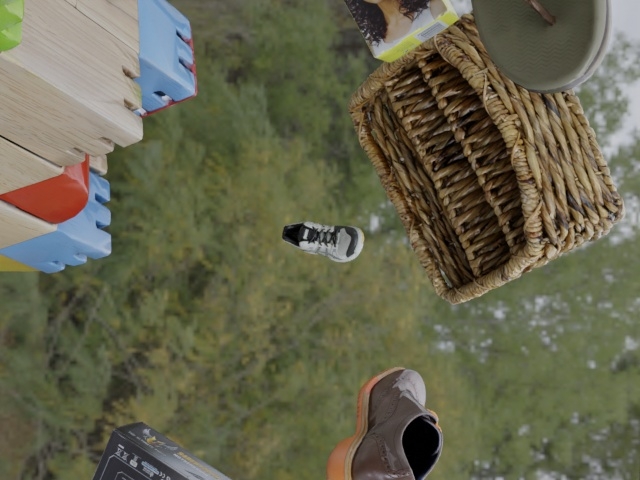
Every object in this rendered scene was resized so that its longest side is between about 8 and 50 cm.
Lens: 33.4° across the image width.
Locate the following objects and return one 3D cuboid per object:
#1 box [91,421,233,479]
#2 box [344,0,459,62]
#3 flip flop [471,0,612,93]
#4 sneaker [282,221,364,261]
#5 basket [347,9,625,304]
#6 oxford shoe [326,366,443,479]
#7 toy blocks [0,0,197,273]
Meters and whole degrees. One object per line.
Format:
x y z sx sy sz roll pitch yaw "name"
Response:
-0.146 0.323 1.100 0.056 0.231 0.183 1 114 -66 "box"
0.038 -0.292 1.026 0.232 0.087 0.058 60 18 7 "box"
0.144 -0.246 0.814 0.080 0.112 0.277 -11 91 -52 "flip flop"
0.000 0.000 0.912 0.083 0.037 0.031 1 -101 48 "sneaker"
0.182 -0.100 1.232 0.213 0.223 0.299 68 -2 -82 "basket"
0.122 0.281 1.536 0.130 0.133 0.363 66 22 -14 "oxford shoe"
-0.219 -0.057 0.564 0.261 0.382 0.190 31 47 -57 "toy blocks"
